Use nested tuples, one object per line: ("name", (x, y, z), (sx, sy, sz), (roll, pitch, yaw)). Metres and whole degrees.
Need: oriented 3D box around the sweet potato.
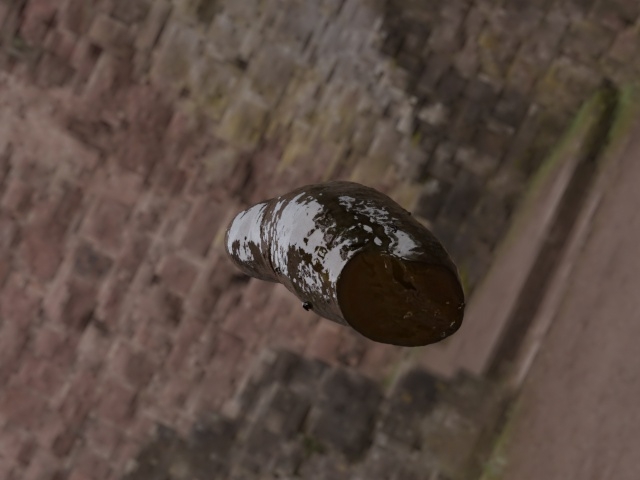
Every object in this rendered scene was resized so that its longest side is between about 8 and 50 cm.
("sweet potato", (0.000, 0.000, 0.872), (0.077, 0.077, 0.243), (-64, 27, 0))
